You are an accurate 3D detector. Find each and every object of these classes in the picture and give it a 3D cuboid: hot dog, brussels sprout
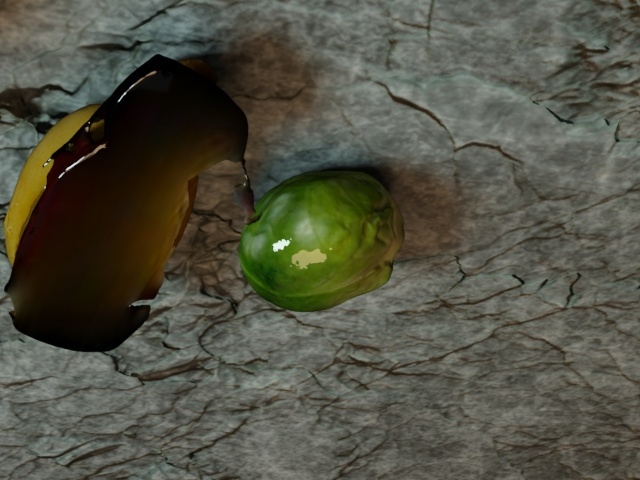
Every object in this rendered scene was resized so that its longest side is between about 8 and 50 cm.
[{"bbox_3d":[-0.173,-0.049,1.186,0.194,0.107,0.326,21,126,-39],"label":"hot dog"},{"bbox_3d":[-0.002,-0.003,1.235,0.155,0.117,0.155,-34,153,-20],"label":"brussels sprout"}]
